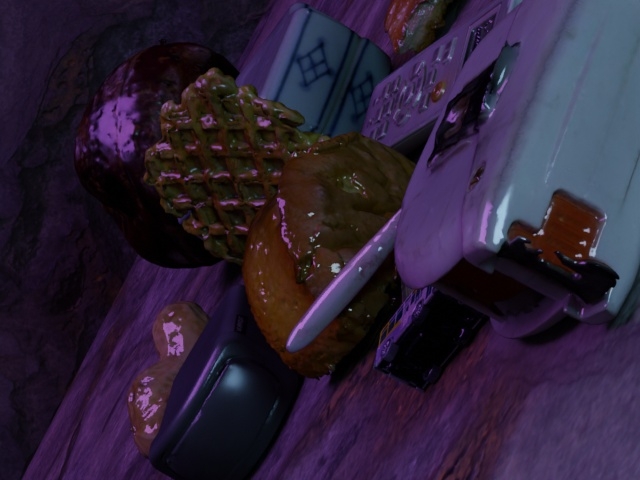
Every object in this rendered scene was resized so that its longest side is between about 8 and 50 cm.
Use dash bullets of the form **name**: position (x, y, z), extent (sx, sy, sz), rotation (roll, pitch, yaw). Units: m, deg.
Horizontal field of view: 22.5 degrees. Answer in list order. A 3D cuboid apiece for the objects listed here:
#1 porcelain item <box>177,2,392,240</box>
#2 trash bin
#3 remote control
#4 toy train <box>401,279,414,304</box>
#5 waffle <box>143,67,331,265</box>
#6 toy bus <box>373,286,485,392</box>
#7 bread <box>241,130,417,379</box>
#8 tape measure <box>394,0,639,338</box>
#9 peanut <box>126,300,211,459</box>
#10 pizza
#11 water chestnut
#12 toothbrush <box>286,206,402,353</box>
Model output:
- **porcelain item**: position (-0.044, -0.125, 2.004), extent (0.281, 0.157, 0.286), rotation (-45, 19, 47)
- **trash bin**: position (-0.100, 0.162, 1.729), extent (0.177, 0.101, 0.236), rotation (-59, 9, 17)
- **remote control**: position (0.119, -0.145, 1.633), extent (0.313, 0.055, 0.109), rotation (-31, 38, 60)
- **toy train**: position (0.095, 0.022, 1.362), extent (0.071, 0.038, 0.148), rotation (-56, 12, 21)
- **waffle**: position (-0.083, -0.069, 1.828), extent (0.052, 0.254, 0.245), rotation (-53, -4, -47)
- **toy bus**: position (0.088, 0.064, 1.264), extent (0.102, 0.052, 0.058), rotation (-55, 14, 36)
- **bread**: position (0.002, -0.004, 1.561), extent (0.160, 0.147, 0.261), rotation (-46, 19, 43)
- **tape measure**: position (0.148, -0.059, 1.114), extent (0.265, 0.130, 0.258), rotation (-37, 29, 64)
- **peanut**: position (-0.176, 0.173, 2.000), extent (0.098, 0.103, 0.229), rotation (-31, 32, 44)
- **pizza**: position (0.129, -0.278, 1.887), extent (0.161, 0.062, 0.182), rotation (-58, 15, -22)
- **water chestnut**: position (-0.168, -0.125, 2.295), extent (0.335, 0.347, 0.335), rotation (-3, -90, -71)
- **toothbrush**: position (0.072, -0.018, 1.425), extent (0.307, 0.025, 0.029), rotation (-49, -20, 0)
